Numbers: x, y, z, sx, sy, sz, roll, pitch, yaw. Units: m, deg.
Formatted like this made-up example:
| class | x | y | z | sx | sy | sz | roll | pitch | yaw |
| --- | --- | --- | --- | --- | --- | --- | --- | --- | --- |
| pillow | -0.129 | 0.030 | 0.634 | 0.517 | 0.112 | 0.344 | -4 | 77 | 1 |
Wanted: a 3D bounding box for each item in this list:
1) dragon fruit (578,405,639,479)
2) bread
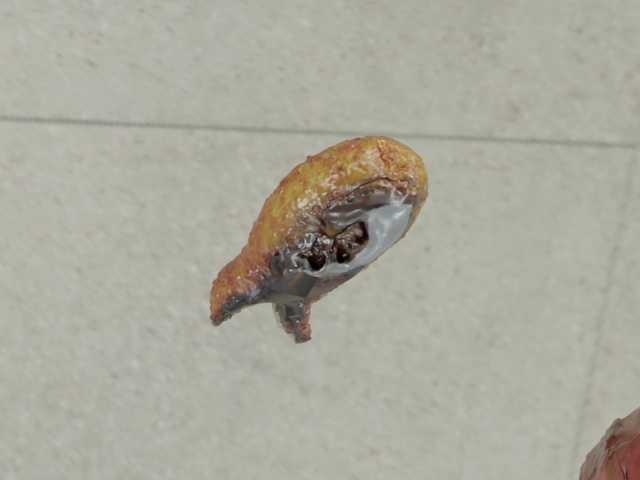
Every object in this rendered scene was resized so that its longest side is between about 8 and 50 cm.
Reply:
| class | x | y | z | sx | sy | sz | roll | pitch | yaw |
| --- | --- | --- | --- | --- | --- | --- | --- | --- | --- |
| dragon fruit | 0.329 | 0.238 | 1.325 | 0.277 | 0.277 | 0.342 | 21 | 131 | -33 |
| bread | -0.005 | -0.004 | 1.616 | 0.139 | 0.095 | 0.269 | 20 | 132 | -30 |
